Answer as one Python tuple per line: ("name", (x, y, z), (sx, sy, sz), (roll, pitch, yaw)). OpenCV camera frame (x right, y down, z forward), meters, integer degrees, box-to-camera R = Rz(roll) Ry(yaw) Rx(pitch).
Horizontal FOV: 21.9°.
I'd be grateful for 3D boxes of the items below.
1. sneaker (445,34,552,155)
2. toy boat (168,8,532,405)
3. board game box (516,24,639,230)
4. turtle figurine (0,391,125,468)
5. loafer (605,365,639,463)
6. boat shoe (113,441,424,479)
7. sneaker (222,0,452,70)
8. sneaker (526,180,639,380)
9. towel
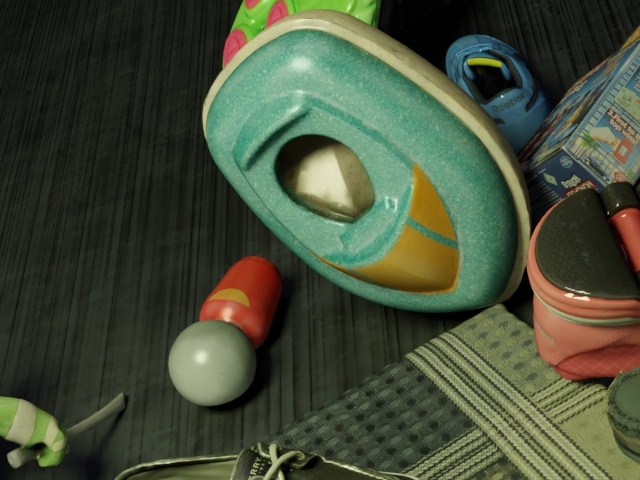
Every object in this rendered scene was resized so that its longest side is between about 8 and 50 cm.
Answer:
("sneaker", (0.146, -0.144, 1.418), (0.069, 0.082, 0.209), (-26, 31, 5))
("toy boat", (0.000, 0.000, 1.219), (0.318, 0.267, 0.148), (-47, 10, 37))
("board game box", (0.221, -0.095, 1.245), (0.194, 0.060, 0.194), (-49, 3, -18))
("turtle figurine", (-0.282, 0.190, 1.246), (0.198, 0.274, 0.266), (8, 64, 11))
("loafer", (0.278, 0.078, 0.928), (0.268, 0.084, 0.096), (-4, 46, 36))
("boat shoe", (-0.032, 0.167, 1.035), (0.219, 0.070, 0.077), (-9, 34, 25))
("sneaker", (0.058, -0.250, 1.536), (0.185, 0.202, 0.482), (-13, 51, 46))
("sneaker", (0.279, 0.021, 1.067), (0.314, 0.136, 0.116), (-7, 50, -7))
("towel", (0.066, 0.191, 1.055), (0.312, 0.056, 0.324), (-30, 31, -9))
